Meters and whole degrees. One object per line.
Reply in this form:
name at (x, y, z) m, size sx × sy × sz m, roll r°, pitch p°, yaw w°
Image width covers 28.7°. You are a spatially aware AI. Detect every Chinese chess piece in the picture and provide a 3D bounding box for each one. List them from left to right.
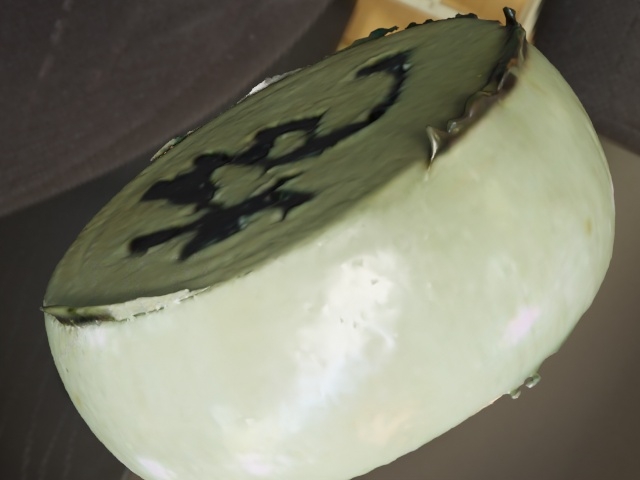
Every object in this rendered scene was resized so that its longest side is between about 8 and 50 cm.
Chinese chess piece at (0.000, 0.000, 0.757) m, size 0.349 × 0.146 × 0.349 m, roll -27°, pitch -160°, yaw 10°
